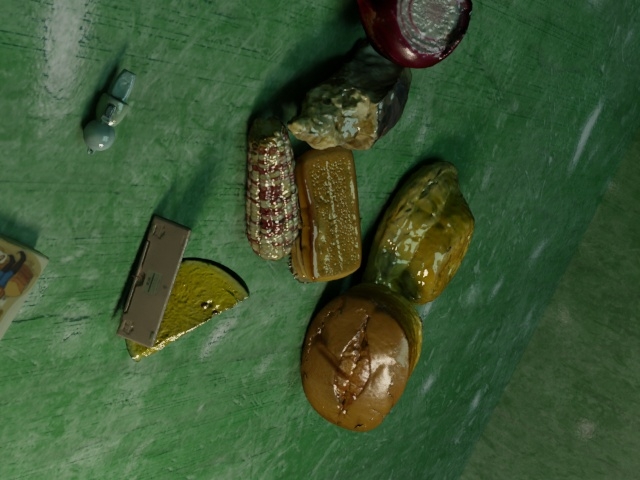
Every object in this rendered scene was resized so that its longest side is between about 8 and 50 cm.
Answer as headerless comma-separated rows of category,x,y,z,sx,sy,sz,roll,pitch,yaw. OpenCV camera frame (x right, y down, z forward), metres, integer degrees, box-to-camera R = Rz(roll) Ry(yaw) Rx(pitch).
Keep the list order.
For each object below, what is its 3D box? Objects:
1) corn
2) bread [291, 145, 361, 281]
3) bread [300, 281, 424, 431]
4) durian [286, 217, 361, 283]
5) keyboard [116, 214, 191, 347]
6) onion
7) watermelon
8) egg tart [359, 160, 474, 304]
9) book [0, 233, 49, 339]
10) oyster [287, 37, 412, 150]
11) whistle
corn,-0.070,-0.071,1.686,0.079,0.079,0.237,-44,149,-32
bread,0.002,-0.040,1.802,0.116,0.077,0.200,-15,106,-37
bread,0.069,0.204,2.141,0.142,0.195,0.270,-44,157,-54
durian,-0.002,-0.002,1.902,0.140,0.071,0.110,-41,149,-3
keyboard,-0.212,0.052,1.554,0.017,0.055,0.166,-49,159,-77
onion,0.101,-0.330,1.684,0.135,0.198,0.173,-4,-113,70
watermelon,-0.188,0.068,1.576,0.181,0.092,0.075,-28,140,15
egg tart,0.195,0.012,2.250,0.319,0.128,0.319,-48,156,-30
book,-0.405,0.105,1.265,0.264,0.027,0.202,-59,158,-2
oyster,0.059,-0.196,1.743,0.166,0.110,0.341,-63,171,21
whistle,-0.228,-0.138,1.329,0.100,0.035,0.035,-63,157,5
